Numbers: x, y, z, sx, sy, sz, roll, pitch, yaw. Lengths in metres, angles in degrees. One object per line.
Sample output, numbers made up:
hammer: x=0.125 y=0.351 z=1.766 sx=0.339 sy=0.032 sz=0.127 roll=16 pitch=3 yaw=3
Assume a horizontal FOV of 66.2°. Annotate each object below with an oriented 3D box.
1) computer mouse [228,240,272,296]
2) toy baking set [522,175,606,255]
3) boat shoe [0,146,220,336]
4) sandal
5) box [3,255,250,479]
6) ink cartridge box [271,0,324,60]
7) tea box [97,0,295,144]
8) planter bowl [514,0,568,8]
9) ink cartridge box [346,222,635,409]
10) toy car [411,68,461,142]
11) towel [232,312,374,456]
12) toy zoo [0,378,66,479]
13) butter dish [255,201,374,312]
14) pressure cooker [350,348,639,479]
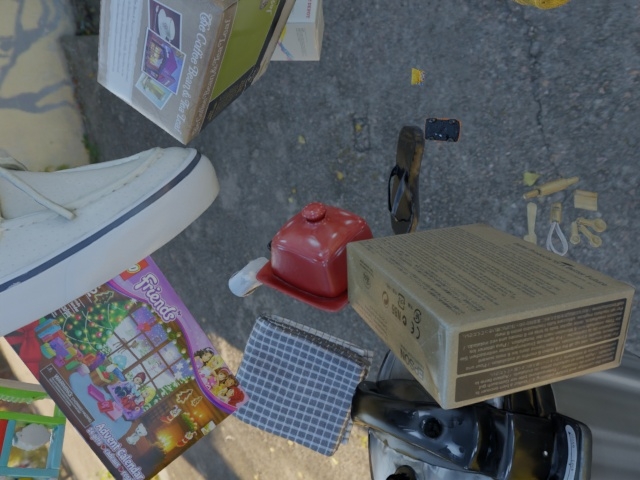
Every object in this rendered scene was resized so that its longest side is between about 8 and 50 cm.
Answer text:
computer mouse: x=-0.152 y=0.079 z=1.289 sx=0.106 sy=0.193 sz=0.042 roll=52 pitch=148 yaw=4
toy baking set: x=0.599 y=-0.061 z=1.221 sx=0.030 sy=0.256 sz=0.196 roll=101 pitch=153 yaw=-65
boat shoe: x=-0.264 y=-0.016 z=0.345 sx=0.136 sy=0.367 sz=0.156 roll=-121 pitch=7 yaw=-66
sandal: x=0.177 y=-0.126 z=1.087 sx=0.097 sy=0.055 sz=0.254 roll=-140 pitch=47 yaw=-61
box: x=-0.263 y=0.166 z=0.681 sx=0.293 sy=0.201 sz=0.057 roll=58 pitch=159 yaw=-10
ink cartridge box: x=-0.084 y=-0.524 z=1.183 sx=0.127 sy=0.176 sz=0.128 roll=75 pitch=-160 yaw=-67
tea box: x=-0.217 y=-0.422 z=0.920 sx=0.220 sy=0.323 sz=0.329 roll=35 pitch=142 yaw=-4
planter bowl: x=0.523 y=-0.588 z=1.093 sx=0.217 sy=0.217 sz=0.090 roll=-39 pitch=59 yaw=50
ink cartridge box: x=0.155 y=0.059 z=0.521 sx=0.235 sy=0.193 sz=0.088 roll=-136 pitch=41 yaw=-67
toy car: x=0.181 y=-0.206 z=0.741 sx=0.060 sy=0.041 sz=0.122 roll=-7 pitch=100 yaw=39
towel: x=-0.045 y=0.313 z=1.079 sx=0.284 sy=0.121 sz=0.235 roll=20 pitch=90 yaw=10
toy zoo: x=-0.519 y=0.368 z=0.784 sx=0.030 sy=0.192 sz=0.293 roll=-36 pitch=47 yaw=28
butter dish: x=0.000 y=0.000 z=0.697 sx=0.160 sy=0.160 sz=0.118 roll=19 pitch=135 yaw=35
pressure cooker: x=0.262 y=0.287 z=0.724 sx=0.375 sy=0.421 sz=0.369 roll=-99 pitch=30 yaw=-54
